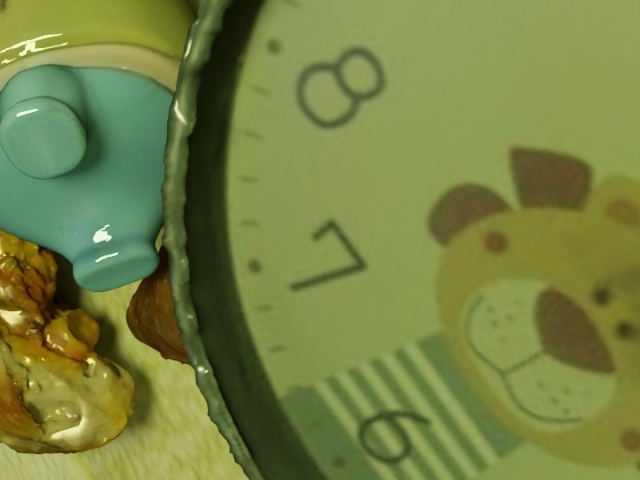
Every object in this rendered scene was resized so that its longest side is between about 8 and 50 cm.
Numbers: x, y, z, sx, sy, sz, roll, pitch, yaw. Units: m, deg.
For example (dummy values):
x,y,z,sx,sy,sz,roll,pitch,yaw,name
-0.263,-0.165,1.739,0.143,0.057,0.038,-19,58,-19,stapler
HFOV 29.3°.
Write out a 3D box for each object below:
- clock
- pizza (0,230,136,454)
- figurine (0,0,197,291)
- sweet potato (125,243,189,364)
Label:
x,y,z,sx,sy,sz,roll,pitch,yaw,name
0.103,0.008,0.321,0.312,0.061,0.312,9,114,19,clock
-0.217,-0.013,0.658,0.335,0.086,0.226,31,130,32,pizza
-0.125,-0.119,0.468,0.154,0.180,0.262,-32,61,27,figurine
0.000,0.000,0.472,0.252,0.097,0.097,-28,85,49,sweet potato
